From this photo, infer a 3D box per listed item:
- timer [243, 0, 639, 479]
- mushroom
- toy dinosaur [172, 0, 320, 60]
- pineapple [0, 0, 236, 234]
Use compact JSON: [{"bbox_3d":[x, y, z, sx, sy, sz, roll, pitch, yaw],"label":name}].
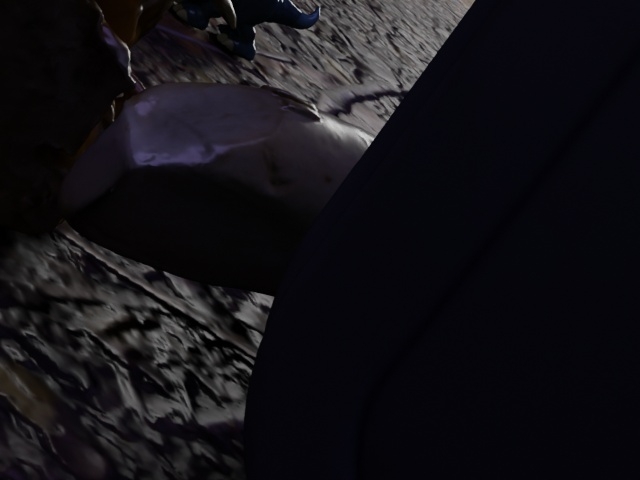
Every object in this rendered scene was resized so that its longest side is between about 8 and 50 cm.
[{"bbox_3d":[0.202,0.040,0.418,0.395,0.395,0.173,45,23,21],"label":"timer"},{"bbox_3d":[0.000,0.000,0.574,0.209,0.084,0.071,26,38,-47],"label":"mushroom"},{"bbox_3d":[-0.041,-0.120,0.873,0.083,0.047,0.030,33,17,-14],"label":"toy dinosaur"},{"bbox_3d":[-0.121,-0.109,0.532,0.186,0.236,0.114,-2,16,1],"label":"pineapple"}]
